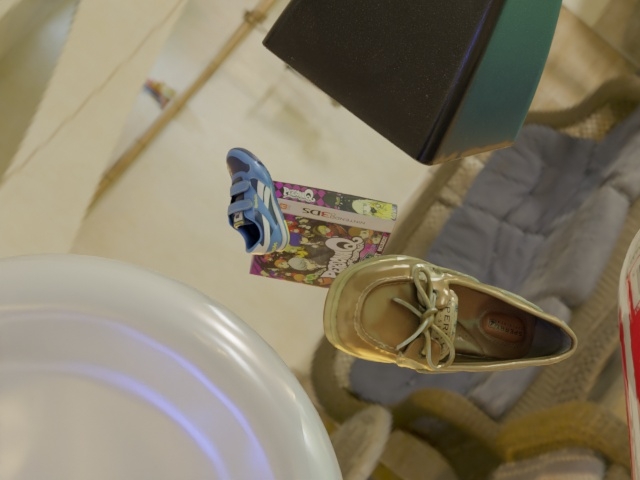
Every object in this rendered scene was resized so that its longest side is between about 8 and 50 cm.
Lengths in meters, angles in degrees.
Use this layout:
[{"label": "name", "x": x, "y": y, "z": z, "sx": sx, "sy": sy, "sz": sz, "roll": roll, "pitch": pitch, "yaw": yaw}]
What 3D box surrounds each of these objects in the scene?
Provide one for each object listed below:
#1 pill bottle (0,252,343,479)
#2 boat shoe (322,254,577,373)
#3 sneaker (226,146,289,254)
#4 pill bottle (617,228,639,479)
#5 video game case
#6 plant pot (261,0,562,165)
[{"label": "pill bottle", "x": -0.110, "y": 0.135, "z": 0.523, "sx": 0.210, "sy": 0.210, "sz": 0.363, "roll": -52, "pitch": -1, "yaw": -12}, {"label": "boat shoe", "x": 0.128, "y": 0.074, "z": 1.036, "sx": 0.089, "sy": 0.285, "sz": 0.104, "roll": 11, "pitch": 94, "yaw": 50}, {"label": "sneaker", "x": -0.089, "y": -0.048, "z": 1.367, "sx": 0.059, "sy": 0.144, "sz": 0.053, "roll": -22, "pitch": -1, "yaw": -39}, {"label": "pill bottle", "x": 0.312, "y": 0.132, "z": 0.687, "sx": 0.229, "sy": 0.229, "sz": 0.407, "roll": -48, "pitch": 11, "yaw": 31}, {"label": "video game case", "x": 0.000, "y": 0.000, "z": 1.822, "sx": 0.232, "sy": 0.210, "sz": 0.041, "roll": 110, "pitch": 169, "yaw": -53}, {"label": "plant pot", "x": 0.098, "y": -0.193, "z": 0.926, "sx": 0.187, "sy": 0.188, "sz": 0.167, "roll": -17, "pitch": -40, "yaw": -56}]
